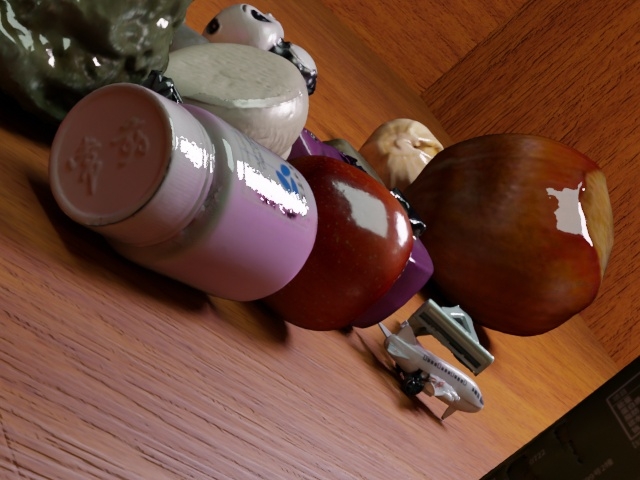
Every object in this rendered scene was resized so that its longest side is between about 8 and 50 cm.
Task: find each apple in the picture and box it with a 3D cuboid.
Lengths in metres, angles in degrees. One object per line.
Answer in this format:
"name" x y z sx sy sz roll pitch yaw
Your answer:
"apple" 0.000 0.000 1.543 0.168 0.181 0.181 48 11 -19

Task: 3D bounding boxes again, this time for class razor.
"razor" 0.156 0.109 1.904 0.111 0.056 0.278 43 -4 -5

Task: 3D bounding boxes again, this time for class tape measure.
"tape measure" 0.026 -0.016 1.766 0.231 0.149 0.245 52 12 23

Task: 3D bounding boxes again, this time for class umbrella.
"umbrella" -0.157 -0.108 1.415 0.066 0.059 0.236 42 -16 4

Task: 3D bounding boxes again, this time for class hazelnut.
"hazelnut" 0.317 -0.009 2.430 0.366 0.366 0.366 46 12 -13

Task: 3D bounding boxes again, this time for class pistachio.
"pistachio" 0.157 -0.133 2.680 0.157 0.157 0.229 55 7 28

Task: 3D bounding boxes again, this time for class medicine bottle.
"medicine bottle" -0.119 -0.041 1.310 0.152 0.152 0.254 56 12 29

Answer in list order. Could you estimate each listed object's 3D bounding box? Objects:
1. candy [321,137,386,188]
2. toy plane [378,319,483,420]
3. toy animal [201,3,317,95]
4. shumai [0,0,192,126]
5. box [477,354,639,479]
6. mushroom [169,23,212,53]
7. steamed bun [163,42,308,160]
"candy" 0.045 -0.051 2.072 0.104 0.102 0.234 39 16 -39
"toy plane" 0.136 0.166 1.805 0.171 0.065 0.162 46 11 -24
"toy animal" -0.095 -0.271 2.168 0.179 0.138 0.166 55 -4 3
"shumai" -0.222 -0.307 1.372 0.324 0.323 0.397 52 11 7
"box" 0.344 0.285 1.307 0.373 0.420 0.138 42 15 -29
"mushroom" -0.183 -0.224 1.816 0.118 0.103 0.270 37 8 -39
"steamed bun" -0.111 -0.136 1.623 0.177 0.131 0.228 21 26 19
